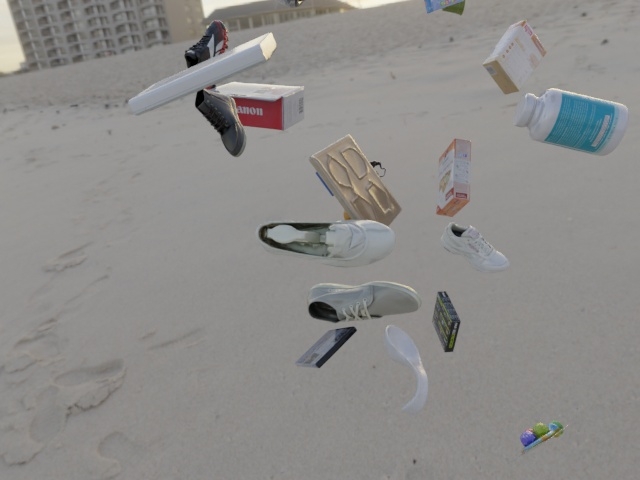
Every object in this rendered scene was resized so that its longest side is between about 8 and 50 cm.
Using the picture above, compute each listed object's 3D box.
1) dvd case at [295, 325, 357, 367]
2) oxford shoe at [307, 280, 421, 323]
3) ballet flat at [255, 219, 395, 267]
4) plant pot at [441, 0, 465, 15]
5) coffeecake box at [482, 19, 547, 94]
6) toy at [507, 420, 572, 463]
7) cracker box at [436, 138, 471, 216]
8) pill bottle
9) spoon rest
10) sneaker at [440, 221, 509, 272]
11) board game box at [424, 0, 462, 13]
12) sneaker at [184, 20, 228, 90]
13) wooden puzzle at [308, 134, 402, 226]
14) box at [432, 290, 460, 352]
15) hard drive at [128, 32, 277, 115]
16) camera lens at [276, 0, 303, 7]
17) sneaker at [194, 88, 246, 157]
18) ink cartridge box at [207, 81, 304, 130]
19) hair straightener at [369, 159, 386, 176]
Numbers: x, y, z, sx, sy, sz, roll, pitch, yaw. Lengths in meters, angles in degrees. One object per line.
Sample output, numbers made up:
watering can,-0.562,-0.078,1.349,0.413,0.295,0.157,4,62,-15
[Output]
dvd case,0.014,0.367,1.615,0.180,0.022,0.253,-40,1,-23
oxford shoe,0.144,0.238,1.714,0.450,0.169,0.130,-3,38,27
ballet flat,0.000,0.000,1.305,0.401,0.139,0.139,3,23,18
plant pot,0.528,-0.946,1.883,0.079,0.083,0.083,3,21,1
coffeecake box,0.654,-0.613,1.583,0.185,0.142,0.068,-53,23,-10
toy,0.639,0.573,1.386,0.238,0.136,0.056,2,44,-39
cracker box,0.469,-0.218,1.662,0.067,0.232,0.155,8,-19,-5
pill bottle,0.680,-0.331,1.299,0.264,0.146,0.146,15,23,4
spoon rest,0.254,0.361,1.375,0.084,0.137,0.276,-43,34,28
sneaker,0.649,0.030,1.978,0.305,0.152,0.114,30,57,23
board game box,0.402,-0.906,1.608,0.160,0.211,0.039,-31,23,-26
sneaker,-0.432,-0.705,1.761,0.098,0.275,0.135,14,-2,39
wooden puzzle,0.110,-0.165,1.524,0.081,0.322,0.348,-32,6,32
box,0.529,0.342,1.993,0.045,0.184,0.190,-1,34,-6
hard drive,-0.253,-0.374,1.050,0.308,0.040,0.203,-18,28,12
camera lens,-0.151,-0.938,1.587,0.275,0.219,0.219,25,23,-3
sneaker,-0.299,-0.345,1.383,0.083,0.221,0.118,-37,-28,31
ink cartridge box,-0.253,-0.503,1.769,0.310,0.129,0.272,11,29,18
hair straightener,0.153,-0.242,1.730,0.231,0.088,0.047,-13,-19,-32
